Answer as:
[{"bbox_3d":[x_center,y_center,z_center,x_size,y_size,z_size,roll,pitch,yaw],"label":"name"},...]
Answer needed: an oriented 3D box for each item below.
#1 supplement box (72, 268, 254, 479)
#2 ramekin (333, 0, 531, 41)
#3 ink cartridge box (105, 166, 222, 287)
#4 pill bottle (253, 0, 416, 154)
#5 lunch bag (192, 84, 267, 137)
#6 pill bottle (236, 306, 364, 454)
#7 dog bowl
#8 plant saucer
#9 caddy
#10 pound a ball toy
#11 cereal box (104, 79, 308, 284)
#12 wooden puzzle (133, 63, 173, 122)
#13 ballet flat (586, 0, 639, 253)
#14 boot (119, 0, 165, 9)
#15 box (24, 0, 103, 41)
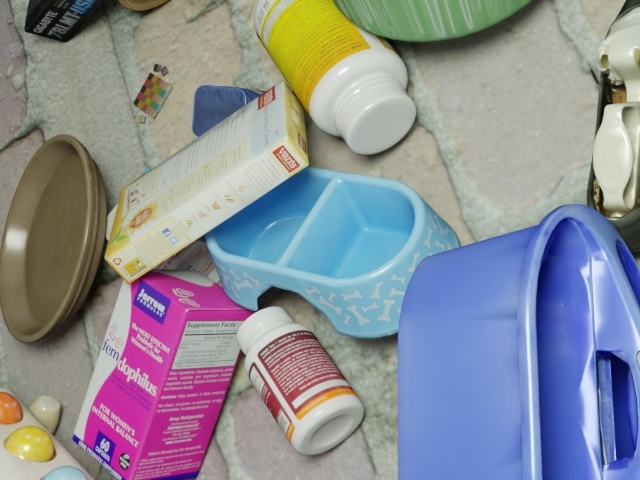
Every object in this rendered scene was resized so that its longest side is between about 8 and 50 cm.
[{"bbox_3d":[-0.177,0.151,1.167,0.111,0.114,0.220,28,104,37],"label":"supplement box"},{"bbox_3d":[0.114,-0.349,1.054,0.303,0.148,0.303,-9,59,15],"label":"ramekin"},{"bbox_3d":[-0.184,0.009,1.267,0.104,0.061,0.181,-49,55,14],"label":"ink cartridge box"},{"bbox_3d":[0.018,-0.197,1.147,0.117,0.117,0.215,-43,56,18],"label":"pill bottle"},{"bbox_3d":[-0.105,-0.152,1.257,0.098,0.065,0.067,13,100,36],"label":"lunch bag"},{"bbox_3d":[-0.026,0.145,1.101,0.086,0.086,0.152,-47,56,15],"label":"pill bottle"},{"bbox_3d":[0.000,0.000,1.092,0.297,0.074,0.166,11,58,38],"label":"dog bowl"},{"bbox_3d":[-0.351,-0.001,1.362,0.278,0.041,0.278,-21,63,49],"label":"plant saucer"},{"bbox_3d":[0.197,0.142,0.848,0.179,0.241,0.341,-11,71,37],"label":"caddy"},{"bbox_3d":[-0.321,0.260,1.185,0.319,0.208,0.135,33,107,40],"label":"pound a ball toy"},{"bbox_3d":[-0.122,-0.068,1.137,0.240,0.047,0.173,-31,25,14],"label":"cereal box"},{"bbox_3d":[-0.224,-0.195,1.389,0.049,0.006,0.083,35,98,37],"label":"wooden puzzle"},{"bbox_3d":[0.294,-0.128,0.944,0.095,0.096,0.280,0,77,36],"label":"ballet flat"},{"bbox_3d":[-0.230,-0.473,1.417,0.220,0.109,0.283,44,115,43],"label":"boot"},{"bbox_3d":[-0.320,-0.457,1.422,0.295,0.073,0.293,-16,68,60],"label":"box"}]
